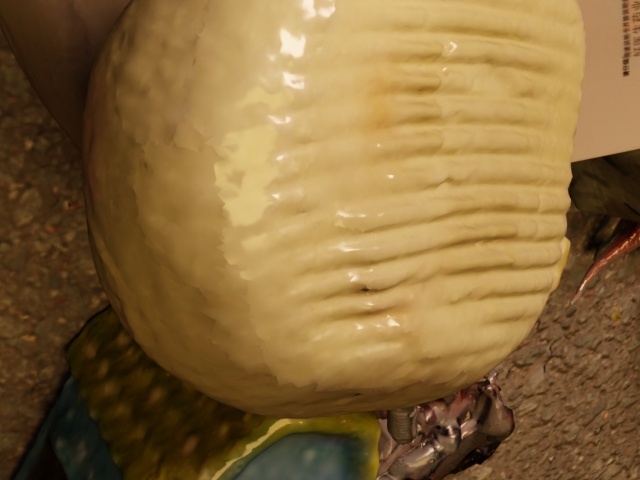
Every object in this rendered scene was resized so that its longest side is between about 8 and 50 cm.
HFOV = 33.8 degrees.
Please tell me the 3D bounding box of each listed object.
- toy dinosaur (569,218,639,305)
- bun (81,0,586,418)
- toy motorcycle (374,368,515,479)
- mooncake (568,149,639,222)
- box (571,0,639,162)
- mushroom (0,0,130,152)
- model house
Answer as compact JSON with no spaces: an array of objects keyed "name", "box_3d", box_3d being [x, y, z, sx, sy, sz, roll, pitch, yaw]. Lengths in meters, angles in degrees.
[{"name":"toy dinosaur","box_3d":[0.325,-0.025,1.017,0.242,0.053,0.167,-30,154,-29]},{"name":"bun","box_3d":[0.010,-0.060,0.644,0.361,0.213,0.361,-11,106,-45]},{"name":"toy motorcycle","box_3d":[0.066,0.131,0.921,0.207,0.134,0.401,-33,143,-14]},{"name":"mooncake","box_3d":[0.282,-0.074,0.947,0.073,0.125,0.130,-51,133,-19]},{"name":"box","box_3d":[0.127,-0.209,0.775,0.214,0.069,0.353,-11,123,4]},{"name":"mushroom","box_3d":[-0.137,-0.146,0.672,0.128,0.128,0.350,-25,131,-15]},{"name":"model house","box_3d":[-0.086,0.173,0.809,0.215,0.237,0.303,20,106,-35]}]
